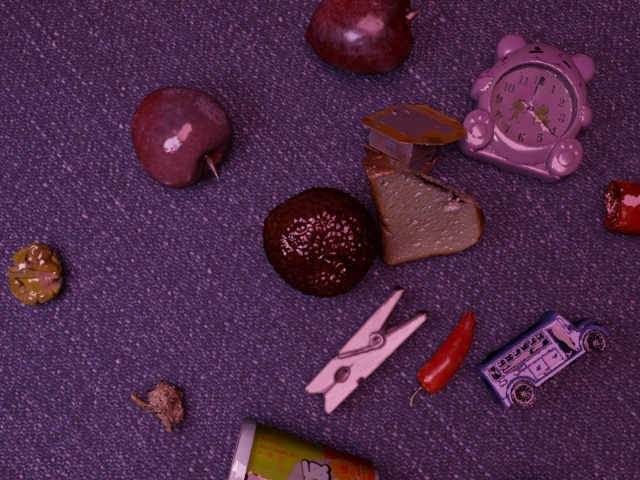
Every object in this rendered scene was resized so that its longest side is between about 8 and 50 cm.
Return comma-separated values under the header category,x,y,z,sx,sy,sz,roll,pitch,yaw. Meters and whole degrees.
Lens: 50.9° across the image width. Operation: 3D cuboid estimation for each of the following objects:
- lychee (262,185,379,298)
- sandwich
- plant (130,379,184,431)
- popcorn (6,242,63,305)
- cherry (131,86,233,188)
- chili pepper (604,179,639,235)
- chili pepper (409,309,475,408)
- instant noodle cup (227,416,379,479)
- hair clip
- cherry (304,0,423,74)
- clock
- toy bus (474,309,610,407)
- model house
category,x,y,z,sx,sy,sz,roll,pitch,yaw
lychee,0.000,0.000,1.523,0.260,0.260,0.261,0,82,2
sandwich,0.236,-0.087,1.524,0.254,0.289,0.100,-14,38,5
plant,-0.381,0.383,1.553,0.121,0.104,0.117,-3,92,8
popcorn,-0.678,0.082,1.602,0.125,0.126,0.145,18,65,-20
cherry,-0.324,-0.243,1.588,0.236,0.213,0.285,-37,73,-12
chili pepper,0.848,-0.072,1.564,0.338,0.131,0.135,1,91,0
chili pepper,0.291,0.280,1.567,0.071,0.063,0.272,39,82,-6
instant noodle cup,-0.049,0.547,1.447,0.307,0.294,0.294,14,82,-3
hair clip,0.105,0.255,1.563,0.101,0.085,0.331,45,86,0
cherry,0.101,-0.513,1.622,0.300,0.203,0.230,-4,83,15
clock,0.504,-0.322,1.621,0.295,0.113,0.322,19,82,5
toy bus,0.502,0.256,1.529,0.292,0.125,0.133,-35,82,-2
model house,0.217,-0.216,1.594,0.219,0.136,0.207,32,43,32
